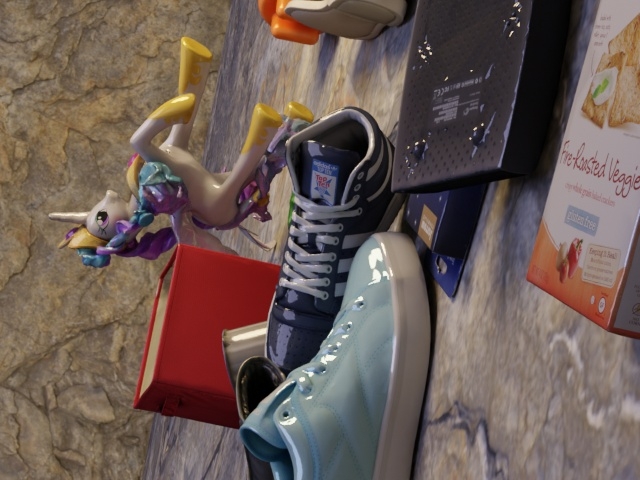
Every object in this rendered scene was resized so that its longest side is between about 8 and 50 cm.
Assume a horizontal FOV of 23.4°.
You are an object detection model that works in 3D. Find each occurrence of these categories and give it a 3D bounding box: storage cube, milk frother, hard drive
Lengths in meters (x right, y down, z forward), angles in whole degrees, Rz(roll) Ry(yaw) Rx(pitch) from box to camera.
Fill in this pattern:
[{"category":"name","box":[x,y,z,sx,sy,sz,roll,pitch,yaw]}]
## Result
[{"category":"storage cube","box":[-0.123,0.135,2.010,0.183,0.193,0.215,131,150,-68]},{"category":"milk frother","box":[-0.022,0.149,1.612,0.143,0.135,0.129,-89,-18,-66]},{"category":"hard drive","box":[0.136,-0.164,1.270,0.172,0.054,0.254,-11,66,59]}]

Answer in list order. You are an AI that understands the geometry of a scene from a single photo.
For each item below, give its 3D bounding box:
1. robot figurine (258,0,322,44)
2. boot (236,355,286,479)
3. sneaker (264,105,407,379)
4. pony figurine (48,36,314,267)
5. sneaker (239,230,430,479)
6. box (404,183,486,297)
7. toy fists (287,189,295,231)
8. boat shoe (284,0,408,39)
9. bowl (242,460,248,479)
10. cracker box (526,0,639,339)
[{"category":"robot figurine","box":[-0.025,-0.396,2.330,0.158,0.128,0.219,52,-147,-44]},{"category":"boot","box":[-0.039,0.242,1.544,0.208,0.076,0.189,100,151,-53]},{"category":"sneaker","box":[0.000,0.000,1.544,0.282,0.099,0.153,-67,-23,-18]},{"category":"pony figurine","box":[-0.165,-0.061,2.233,0.363,0.351,0.303,-52,23,21]},{"category":"sneaker","box":[0.008,0.147,1.417,0.135,0.150,0.366,124,157,-60]},{"category":"box","box":[0.122,-0.071,1.402,0.136,0.037,0.225,-120,43,-74]},{"category":"toy fists","box":[0.000,0.029,1.772,0.142,0.096,0.279,105,175,-81]},{"category":"boat shoe","box":[0.039,-0.319,1.940,0.324,0.117,0.096,-173,99,-75]},{"category":"bowl","box":[-0.055,0.268,1.870,0.142,0.053,0.142,122,158,-60]},{"category":"cracker box","box":[0.198,-0.066,0.902,0.156,0.067,0.232,-137,61,-77]}]
